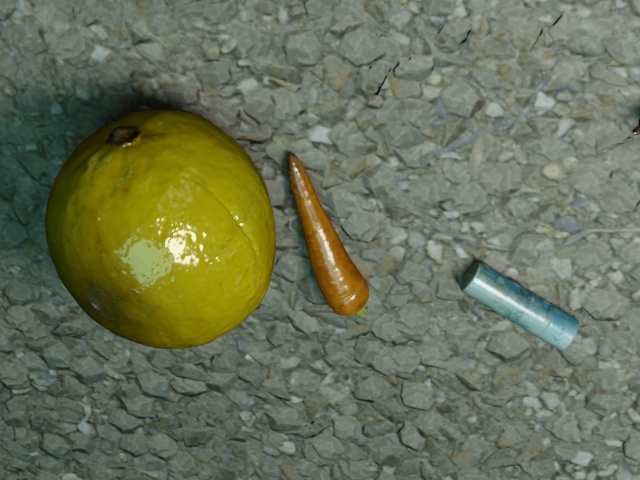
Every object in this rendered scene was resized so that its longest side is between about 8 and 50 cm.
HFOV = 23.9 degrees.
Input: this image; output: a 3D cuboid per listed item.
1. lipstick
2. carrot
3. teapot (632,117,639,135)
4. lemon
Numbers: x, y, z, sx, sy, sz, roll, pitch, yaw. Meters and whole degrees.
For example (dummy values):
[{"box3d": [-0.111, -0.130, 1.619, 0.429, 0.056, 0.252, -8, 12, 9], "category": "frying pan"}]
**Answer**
[{"box3d": [0.259, 0.085, 1.968, 0.158, 0.048, 0.048, 31, 127, -9], "category": "lipstick"}, {"box3d": [0.000, 0.000, 1.964, 0.061, 0.061, 0.256, -15, 117, 23], "category": "carrot"}, {"box3d": [0.404, -0.124, 1.771, 0.100, 0.067, 0.045, 9, 140, -37], "category": "teapot"}, {"box3d": [-0.194, -0.012, 1.864, 0.297, 0.297, 0.297, 6, 127, 9], "category": "lemon"}]
